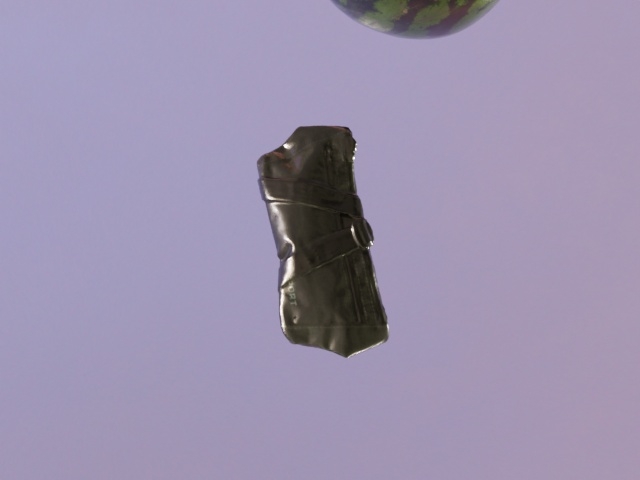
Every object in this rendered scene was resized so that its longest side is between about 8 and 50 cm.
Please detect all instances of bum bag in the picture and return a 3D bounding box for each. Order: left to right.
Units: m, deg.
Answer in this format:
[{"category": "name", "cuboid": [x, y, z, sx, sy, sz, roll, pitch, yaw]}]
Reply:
[{"category": "bum bag", "cuboid": [0.000, 0.000, 0.622, 0.087, 0.049, 0.197, -10, -104, -2]}]

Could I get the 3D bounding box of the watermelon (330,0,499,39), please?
[{"category": "watermelon", "cuboid": [0.118, -0.387, 0.924, 0.285, 0.285, 0.285, 3, -101, -17]}]
